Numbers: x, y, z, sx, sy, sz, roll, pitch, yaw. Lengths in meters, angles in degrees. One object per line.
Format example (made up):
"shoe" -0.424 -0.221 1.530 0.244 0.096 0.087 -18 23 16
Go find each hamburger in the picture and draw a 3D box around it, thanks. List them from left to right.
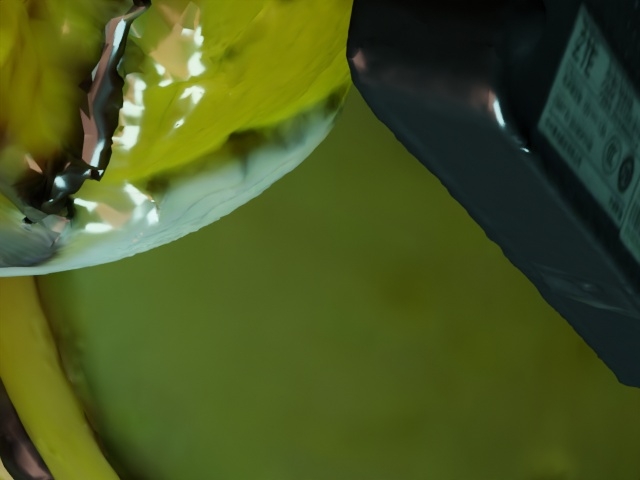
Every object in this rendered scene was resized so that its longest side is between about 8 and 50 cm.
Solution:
"hamburger" 0.000 0.000 0.853 0.396 0.396 0.277 26 167 -24

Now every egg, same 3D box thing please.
"egg" -0.079 -0.162 0.560 0.201 0.337 0.337 -17 -160 -41

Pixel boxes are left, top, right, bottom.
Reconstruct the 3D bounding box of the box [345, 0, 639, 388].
"box" 0.127 -0.077 0.622 0.058 0.211 0.350 18 169 30
